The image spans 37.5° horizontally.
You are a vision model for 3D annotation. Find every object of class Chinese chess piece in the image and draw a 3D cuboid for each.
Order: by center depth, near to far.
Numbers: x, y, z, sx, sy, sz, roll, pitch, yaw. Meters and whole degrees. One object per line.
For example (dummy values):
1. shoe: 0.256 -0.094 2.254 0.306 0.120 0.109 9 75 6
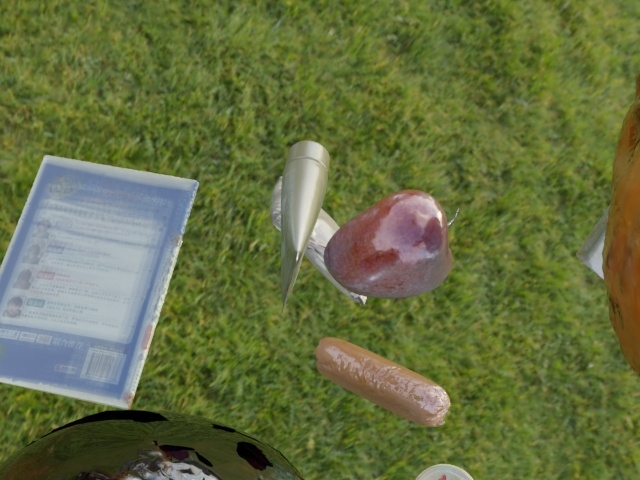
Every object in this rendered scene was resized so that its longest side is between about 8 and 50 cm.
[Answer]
1. Chinese chess piece: 0.215 0.449 1.629 0.122 0.051 0.122 -2 65 4

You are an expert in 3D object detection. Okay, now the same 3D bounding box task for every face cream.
1. face cream: -0.037 -0.040 1.653 0.084 0.137 0.341 12 44 -5

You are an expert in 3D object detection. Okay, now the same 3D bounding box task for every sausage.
1. sausage: 0.110 0.261 1.745 0.289 0.086 0.086 21 50 32

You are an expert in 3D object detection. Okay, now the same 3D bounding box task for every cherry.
1. cherry: 0.072 0.011 0.871 0.106 0.126 0.087 41 18 -39

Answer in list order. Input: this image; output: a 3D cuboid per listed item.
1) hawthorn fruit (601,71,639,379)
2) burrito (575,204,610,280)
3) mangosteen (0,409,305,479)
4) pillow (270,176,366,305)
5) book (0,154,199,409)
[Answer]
1. hawthorn fruit: 0.417 -0.027 0.701 0.472 0.472 0.471 10 62 -19
2. burrito: 0.455 -0.063 1.226 0.105 0.143 0.299 34 94 -14
3. mangosteen: -0.128 0.262 0.612 0.330 0.330 0.329 10 62 -19
4. pillow: 0.000 0.000 1.846 0.270 0.067 0.173 44 24 -11
5. book: -0.305 0.045 1.220 0.229 0.018 0.322 11 65 9
